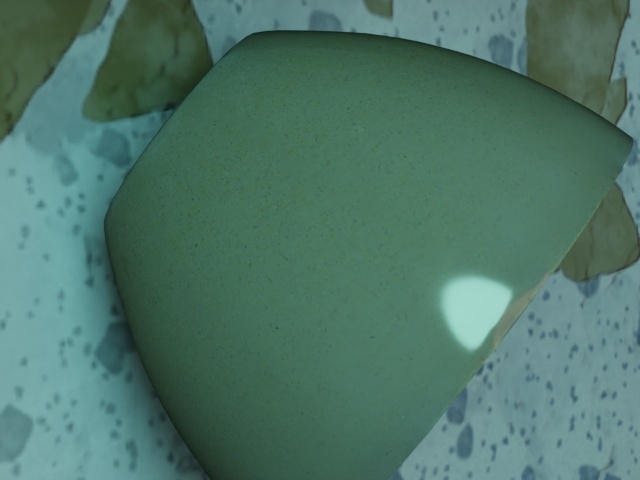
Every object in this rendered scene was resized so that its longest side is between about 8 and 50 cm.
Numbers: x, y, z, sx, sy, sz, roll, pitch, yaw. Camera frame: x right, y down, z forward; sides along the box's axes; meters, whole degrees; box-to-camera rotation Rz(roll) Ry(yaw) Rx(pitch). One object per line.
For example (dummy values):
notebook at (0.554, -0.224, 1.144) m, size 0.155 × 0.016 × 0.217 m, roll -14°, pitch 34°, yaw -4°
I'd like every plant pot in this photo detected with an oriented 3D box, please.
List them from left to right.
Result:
plant pot at (0.000, 0.000, 0.906) m, size 0.191 × 0.284 × 0.284 m, roll 38°, pitch 62°, yaw 1°
